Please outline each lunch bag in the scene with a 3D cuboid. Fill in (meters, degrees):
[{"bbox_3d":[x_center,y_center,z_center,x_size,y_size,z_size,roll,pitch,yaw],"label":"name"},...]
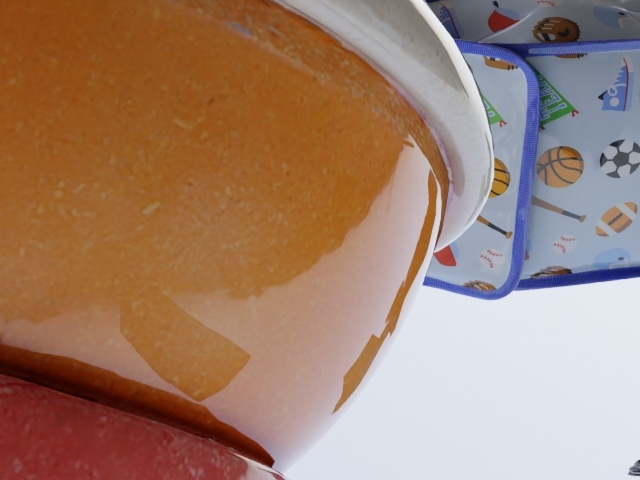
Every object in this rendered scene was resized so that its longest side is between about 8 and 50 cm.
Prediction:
[{"bbox_3d":[0.235,-0.117,1.577,0.386,0.327,0.239,-4,-149,-8],"label":"lunch bag"}]

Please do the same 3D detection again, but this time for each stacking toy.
[{"bbox_3d":[-0.146,0.131,0.433,0.351,0.350,0.479,14,-109,-11],"label":"stacking toy"}]

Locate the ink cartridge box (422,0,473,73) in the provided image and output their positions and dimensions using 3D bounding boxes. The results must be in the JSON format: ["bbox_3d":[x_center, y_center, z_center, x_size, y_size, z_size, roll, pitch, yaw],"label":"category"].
[{"bbox_3d":[-0.007,-0.184,1.240,0.193,0.088,0.234,-34,-97,0],"label":"ink cartridge box"}]

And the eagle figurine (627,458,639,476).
[{"bbox_3d":[0.367,0.233,1.156,0.298,0.225,0.226,-24,-93,-48],"label":"eagle figurine"}]
